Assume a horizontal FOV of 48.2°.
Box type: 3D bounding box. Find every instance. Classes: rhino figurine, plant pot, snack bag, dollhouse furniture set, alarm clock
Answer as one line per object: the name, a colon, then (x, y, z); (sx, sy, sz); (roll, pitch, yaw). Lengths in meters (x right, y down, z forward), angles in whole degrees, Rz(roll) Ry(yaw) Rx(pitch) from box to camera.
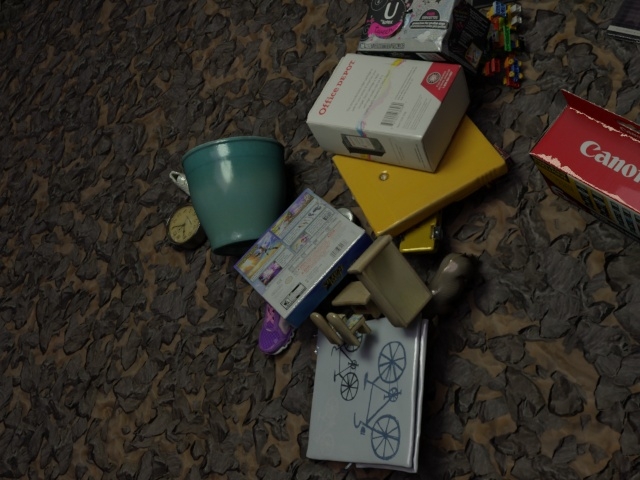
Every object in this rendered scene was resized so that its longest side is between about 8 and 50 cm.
rhino figurine: (0.257, 0.128, 1.544); (0.073, 0.106, 0.243); (40, 100, 40)
plant pot: (-0.208, -0.101, 1.852); (0.272, 0.272, 0.255); (-16, 76, 26)
snack bag: (0.093, 0.331, 1.557); (0.343, 0.037, 0.323); (-17, 61, 48)
dollhouse furniture set: (0.095, 0.094, 1.527); (0.212, 0.161, 0.242); (-45, 16, -25)
alarm clock: (-0.389, -0.027, 2.044); (0.192, 0.064, 0.129); (-41, 54, 8)

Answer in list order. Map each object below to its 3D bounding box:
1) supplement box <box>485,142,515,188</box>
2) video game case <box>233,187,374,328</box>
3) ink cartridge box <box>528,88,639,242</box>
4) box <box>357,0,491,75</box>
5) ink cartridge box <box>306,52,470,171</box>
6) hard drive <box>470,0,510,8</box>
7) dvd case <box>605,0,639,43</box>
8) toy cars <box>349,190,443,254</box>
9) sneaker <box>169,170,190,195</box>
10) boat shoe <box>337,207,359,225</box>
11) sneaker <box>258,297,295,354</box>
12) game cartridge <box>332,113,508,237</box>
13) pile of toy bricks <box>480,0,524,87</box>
supplement box: (0.390, -0.170, 1.629); (0.083, 0.043, 0.055); (-43, 52, 10)
video game case: (-0.043, 0.035, 1.685); (0.269, 0.061, 0.244); (-47, 46, -3)
ink cartridge box: (0.567, -0.119, 1.354); (0.130, 0.272, 0.309); (-52, 52, 2)
box: (0.239, -0.481, 1.670); (0.247, 0.163, 0.142); (14, 89, 43)
ink cartridge box: (0.158, -0.301, 1.654); (0.306, 0.131, 0.226); (15, 65, 34)
hard drive: (0.460, -0.719, 1.815); (0.172, 0.054, 0.254); (-2, 69, 32)
dvd case: (0.755, -0.526, 1.570); (0.165, 0.018, 0.221); (27, 85, 36)
toy cars: (0.188, -0.099, 1.704); (0.176, 0.087, 0.393); (-37, 50, -1)
sneaker: (-0.390, -0.163, 2.106); (0.152, 0.061, 0.053); (25, 82, 35)
boat shoe: (0.000, 0.000, 1.786); (0.219, 0.070, 0.077); (-30, 67, 13)
sneaker: (-0.105, 0.162, 1.760); (0.095, 0.104, 0.236); (15, 79, 34)
game cartridge: (0.221, -0.174, 1.654); (0.324, 0.052, 0.285); (-29, 50, 3)
pile of toy bricks: (0.414, -0.461, 1.716); (0.105, 0.118, 0.212); (-22, 64, 61)
